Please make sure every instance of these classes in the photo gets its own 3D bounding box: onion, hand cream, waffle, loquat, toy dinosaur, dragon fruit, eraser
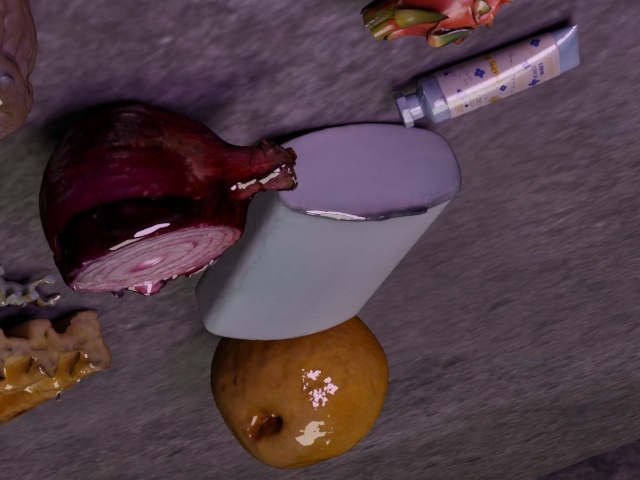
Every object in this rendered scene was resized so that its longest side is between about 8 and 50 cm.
[{"bbox_3d":[-0.122,-0.047,1.110,0.218,0.140,0.195,-24,159,18],"label":"onion"},{"bbox_3d":[0.150,-0.143,1.187,0.170,0.043,0.065,-19,153,2],"label":"hand cream"},{"bbox_3d":[-0.438,0.163,1.405,0.304,0.077,0.348,-28,161,29],"label":"waffle"},{"bbox_3d":[-0.026,0.164,1.567,0.208,0.208,0.208,-14,157,-6],"label":"loquat"},{"bbox_3d":[-0.311,0.050,1.328,0.058,0.037,0.180,-34,152,26],"label":"toy dinosaur"},{"bbox_3d":[0.088,-0.184,1.010,0.116,0.081,0.086,-22,-171,28],"label":"dragon fruit"},{"bbox_3d":[0.000,0.000,1.335,0.189,0.104,0.290,-10,157,-26],"label":"eraser"}]

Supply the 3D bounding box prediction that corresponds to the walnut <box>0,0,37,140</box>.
[{"bbox_3d":[-0.255,-0.124,0.809,0.178,0.178,0.230,-20,155,9],"label":"walnut"}]
